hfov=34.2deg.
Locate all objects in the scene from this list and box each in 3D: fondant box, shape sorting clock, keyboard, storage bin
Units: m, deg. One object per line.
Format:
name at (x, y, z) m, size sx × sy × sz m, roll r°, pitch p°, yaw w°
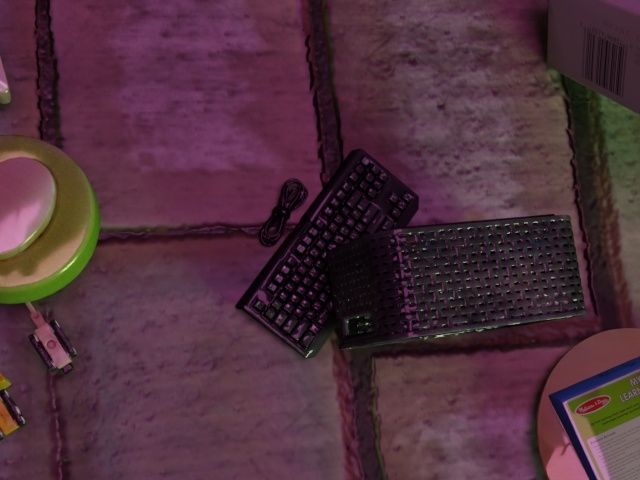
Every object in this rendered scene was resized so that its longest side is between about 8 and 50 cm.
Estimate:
fondant box at (0.409, -0.195, 0.936) m, size 0.331 × 0.238 × 0.096 m, roll -16°, pitch 123°, yaw -18°
shape sorting clock at (0.284, 0.176, 0.905) m, size 0.206 × 0.040 × 0.206 m, roll 4°, pitch 71°, yaw -13°
keyboard at (0.000, 0.000, 0.885) m, size 0.108 × 0.023 × 0.180 m, roll 37°, pitch 68°, yaw -3°
storage bin at (0.108, 0.034, 0.841) m, size 0.180 × 0.122 × 0.084 m, roll -6°, pitch 82°, yaw -22°

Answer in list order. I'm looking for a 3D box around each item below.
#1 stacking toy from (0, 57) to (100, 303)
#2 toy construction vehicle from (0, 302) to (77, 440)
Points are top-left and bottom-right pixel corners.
stacking toy at (-0.320, -0.053, 0.734) m, size 0.280 × 0.130 × 0.308 m, roll -26°, pitch 78°, yaw -16°
toy construction vehicle at (-0.234, 0.090, 0.794) m, size 0.086 × 0.035 × 0.098 m, roll -35°, pitch 84°, yaw -10°
